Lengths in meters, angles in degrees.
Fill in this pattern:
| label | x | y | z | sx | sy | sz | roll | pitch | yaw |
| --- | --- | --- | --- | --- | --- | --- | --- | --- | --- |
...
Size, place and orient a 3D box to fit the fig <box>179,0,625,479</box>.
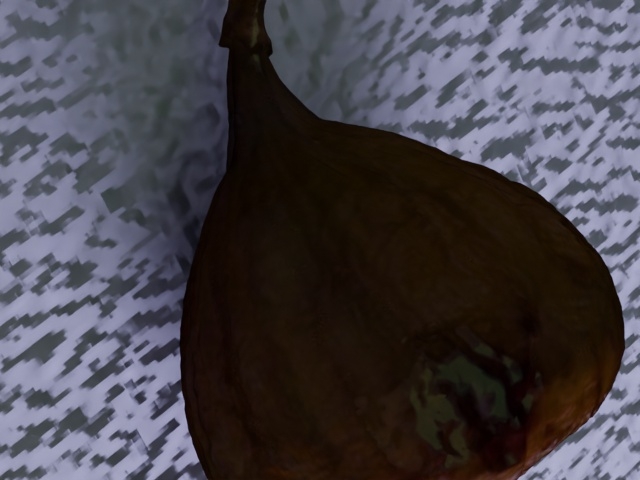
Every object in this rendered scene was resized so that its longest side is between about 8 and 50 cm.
| label | x | y | z | sx | sy | sz | roll | pitch | yaw |
| --- | --- | --- | --- | --- | --- | --- | --- | --- | --- |
| fig | 0.000 | 0.000 | 0.577 | 0.201 | 0.134 | 0.146 | 58 | 33 | -7 |
